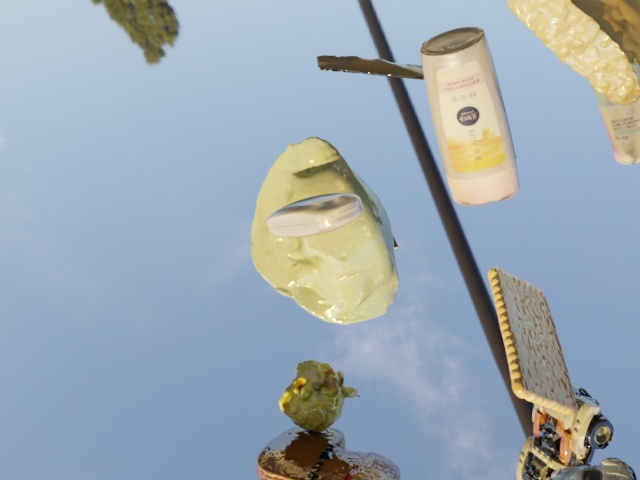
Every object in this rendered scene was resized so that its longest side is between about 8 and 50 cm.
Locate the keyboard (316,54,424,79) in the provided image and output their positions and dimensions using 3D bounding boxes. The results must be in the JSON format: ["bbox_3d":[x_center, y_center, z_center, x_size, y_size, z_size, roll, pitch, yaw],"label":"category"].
[{"bbox_3d":[0.092,-0.261,0.971,0.196,0.015,0.074,4,-147,-4],"label":"keyboard"}]

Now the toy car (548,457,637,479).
[{"bbox_3d":[0.225,0.208,0.536,0.025,0.093,0.041,32,-128,-5],"label":"toy car"}]

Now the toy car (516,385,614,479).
[{"bbox_3d":[0.539,0.475,1.436,0.118,0.301,0.193,12,-171,-22],"label":"toy car"}]

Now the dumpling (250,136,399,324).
[{"bbox_3d":[0.028,-0.006,1.249,0.270,0.211,0.321,-44,-120,31],"label":"dumpling"}]

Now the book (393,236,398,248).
[{"bbox_3d":[0.143,-0.049,1.956,0.138,0.016,0.199,-11,-117,-24],"label":"book"}]

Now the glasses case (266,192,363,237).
[{"bbox_3d":[-0.012,-0.036,0.916,0.076,0.049,0.197,-28,-168,-29],"label":"glasses case"}]

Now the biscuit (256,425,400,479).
[{"bbox_3d":[0.028,0.417,1.202,0.277,0.052,0.262,8,-172,28],"label":"biscuit"}]

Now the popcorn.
[{"bbox_3d":[-0.008,0.315,1.282,0.162,0.136,0.141,-18,-153,-18],"label":"popcorn"}]

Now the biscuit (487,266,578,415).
[{"bbox_3d":[0.363,0.171,1.099,0.030,0.160,0.250,-39,-140,38],"label":"biscuit"}]

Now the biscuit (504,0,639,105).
[{"bbox_3d":[0.369,-0.448,0.925,0.429,0.104,0.446,42,-120,4],"label":"biscuit"}]

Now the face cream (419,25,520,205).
[{"bbox_3d":[0.219,-0.169,0.920,0.107,0.269,0.073,-7,-138,21],"label":"face cream"}]

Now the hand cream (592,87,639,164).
[{"bbox_3d":[0.577,-0.275,1.213,0.111,0.312,0.070,-9,-131,30],"label":"hand cream"}]
